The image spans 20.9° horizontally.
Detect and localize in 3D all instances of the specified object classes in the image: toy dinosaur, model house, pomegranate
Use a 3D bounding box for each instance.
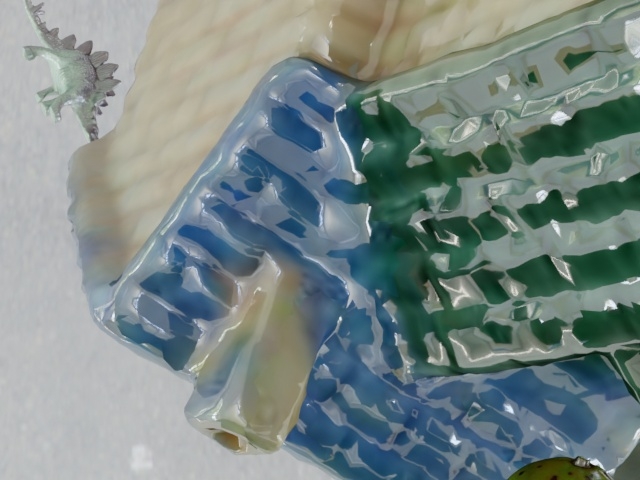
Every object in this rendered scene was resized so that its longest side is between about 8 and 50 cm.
[{"bbox_3d":[-0.237,-0.163,1.623,0.082,0.209,0.039,-15,144,-24],"label":"toy dinosaur"},{"bbox_3d":[0.127,-0.023,0.960,0.395,0.400,0.445,39,145,-27],"label":"model house"},{"bbox_3d":[0.113,0.146,0.838,0.073,0.073,0.085,33,70,-17],"label":"pomegranate"}]

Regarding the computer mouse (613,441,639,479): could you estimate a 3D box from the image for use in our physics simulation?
[{"bbox_3d":[0.196,0.178,1.143,0.089,0.182,0.056,12,140,23],"label":"computer mouse"}]

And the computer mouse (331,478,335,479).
[{"bbox_3d":[0.094,0.180,1.329,0.184,0.121,0.297,-26,100,-28],"label":"computer mouse"}]
